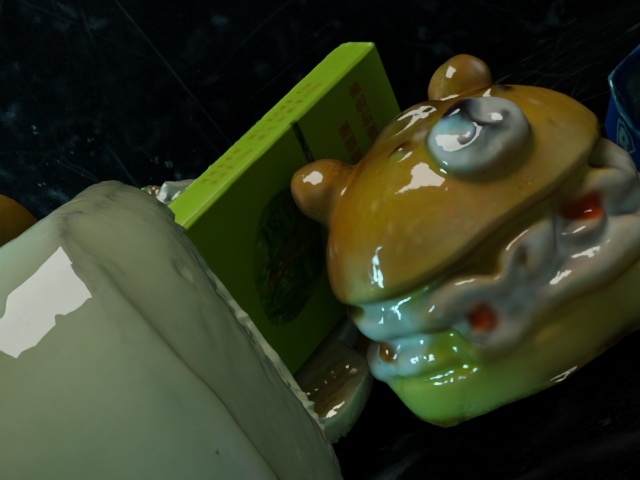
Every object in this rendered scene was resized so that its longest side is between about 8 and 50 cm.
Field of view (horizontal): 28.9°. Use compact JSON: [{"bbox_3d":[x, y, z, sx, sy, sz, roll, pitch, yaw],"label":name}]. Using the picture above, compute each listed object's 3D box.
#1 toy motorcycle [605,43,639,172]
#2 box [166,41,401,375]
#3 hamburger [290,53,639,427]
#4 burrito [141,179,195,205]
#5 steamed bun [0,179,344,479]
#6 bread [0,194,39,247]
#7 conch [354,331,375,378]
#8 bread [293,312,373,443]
[{"bbox_3d":[0.341,-0.134,0.979,0.199,0.191,0.326,0,-31,-46],"label":"toy motorcycle"},{"bbox_3d":[-0.031,0.001,1.040,0.047,0.187,0.335,9,44,41],"label":"box"},{"bbox_3d":[0.126,-0.013,0.989,0.276,0.237,0.276,-34,7,5],"label":"hamburger"},{"bbox_3d":[0.000,0.000,1.200,0.392,0.076,0.117,10,3,-25],"label":"burrito"},{"bbox_3d":[-0.163,0.181,0.689,0.371,0.290,0.456,-37,6,-1],"label":"steamed bun"},{"bbox_3d":[-0.358,0.145,1.346,0.253,0.376,0.348,-27,7,29],"label":"bread"},{"bbox_3d":[0.032,0.088,1.234,0.330,0.093,0.109,-36,2,-39],"label":"conch"},{"bbox_3d":[-0.095,0.144,1.093,0.316,0.054,0.316,-16,35,12],"label":"bread"}]
